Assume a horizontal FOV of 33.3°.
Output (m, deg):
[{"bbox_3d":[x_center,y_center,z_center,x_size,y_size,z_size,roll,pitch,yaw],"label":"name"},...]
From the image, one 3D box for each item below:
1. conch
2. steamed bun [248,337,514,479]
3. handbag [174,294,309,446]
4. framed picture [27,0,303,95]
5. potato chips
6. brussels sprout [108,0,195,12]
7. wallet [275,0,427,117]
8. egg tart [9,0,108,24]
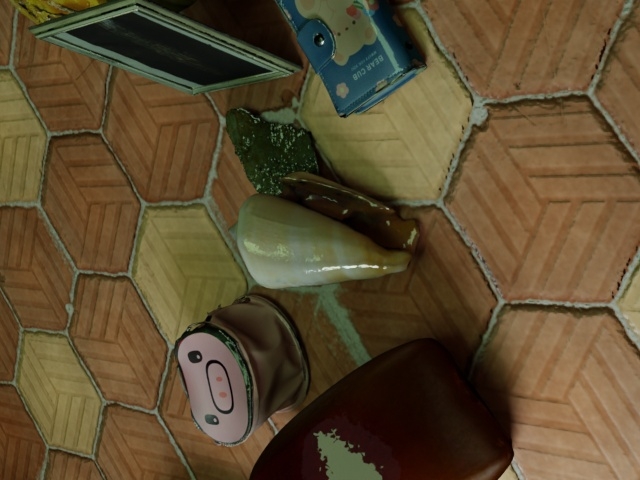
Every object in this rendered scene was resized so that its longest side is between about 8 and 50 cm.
[{"bbox_3d":[-0.001,0.006,1.428,0.255,0.158,0.127,17,149,11],"label":"conch"},{"bbox_3d":[0.057,0.310,1.404,0.235,0.248,0.379,54,133,14],"label":"steamed bun"},{"bbox_3d":[-0.121,0.195,1.613,0.179,0.116,0.205,-7,101,44],"label":"handbag"},{"bbox_3d":[-0.203,-0.250,1.422,0.231,0.293,0.018,-3,77,43],"label":"framed picture"},{"bbox_3d":[-0.059,-0.115,1.515,0.142,0.026,0.209,-42,76,40],"label":"potato chips"},{"bbox_3d":[-0.205,-0.420,1.374,0.294,0.227,0.259,41,88,13],"label":"brussels sprout"},{"bbox_3d":[0.033,-0.270,1.354,0.141,0.059,0.202,-33,84,37],"label":"wallet"},{"bbox_3d":[-0.368,-0.392,1.592,0.297,0.132,0.297,19,159,8],"label":"egg tart"}]
